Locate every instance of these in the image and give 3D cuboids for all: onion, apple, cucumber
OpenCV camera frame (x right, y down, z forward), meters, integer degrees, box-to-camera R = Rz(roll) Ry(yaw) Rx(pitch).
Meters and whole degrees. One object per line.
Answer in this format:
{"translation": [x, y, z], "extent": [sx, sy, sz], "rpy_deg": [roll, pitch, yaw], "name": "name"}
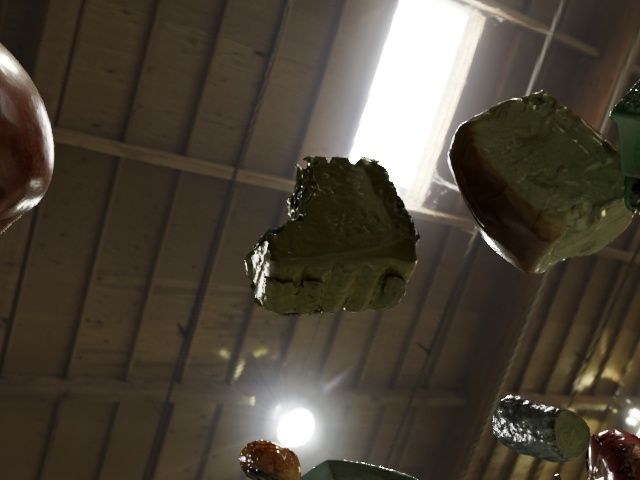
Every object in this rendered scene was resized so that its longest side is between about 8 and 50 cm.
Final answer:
{"translation": [0.478, 0.365, 1.108], "extent": [0.147, 0.184, 0.184], "rpy_deg": [-19, -58, -1], "name": "onion"}
{"translation": [-0.515, -0.114, 0.928], "extent": [0.348, 0.348, 0.277], "rpy_deg": [-33, -84, -15], "name": "apple"}
{"translation": [0.242, 0.210, 0.814], "extent": [0.064, 0.112, 0.064], "rpy_deg": [1, -92, -22], "name": "cucumber"}

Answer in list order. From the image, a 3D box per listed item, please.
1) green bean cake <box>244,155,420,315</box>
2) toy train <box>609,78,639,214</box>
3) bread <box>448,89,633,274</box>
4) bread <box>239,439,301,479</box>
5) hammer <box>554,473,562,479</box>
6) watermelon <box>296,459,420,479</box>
{"translation": [0.000, 0.000, 1.333], "extent": [0.284, 0.310, 0.202], "rpy_deg": [0, -45, -14], "name": "green bean cake"}
{"translation": [0.498, -0.140, 0.969], "extent": [0.266, 0.145, 0.202], "rpy_deg": [-43, -48, -28], "name": "toy train"}
{"translation": [0.350, -0.090, 1.220], "extent": [0.225, 0.279, 0.250], "rpy_deg": [-35, -22, -3], "name": "bread"}
{"translation": [-0.113, 0.499, 1.639], "extent": [0.139, 0.269, 0.095], "rpy_deg": [33, -110, 3], "name": "bread"}
{"translation": [0.313, 0.343, 0.912], "extent": [0.019, 0.035, 0.110], "rpy_deg": [-11, -100, -56], "name": "hammer"}
{"translation": [0.076, 0.469, 1.019], "extent": [0.258, 0.387, 0.229], "rpy_deg": [-36, -59, -44], "name": "watermelon"}
